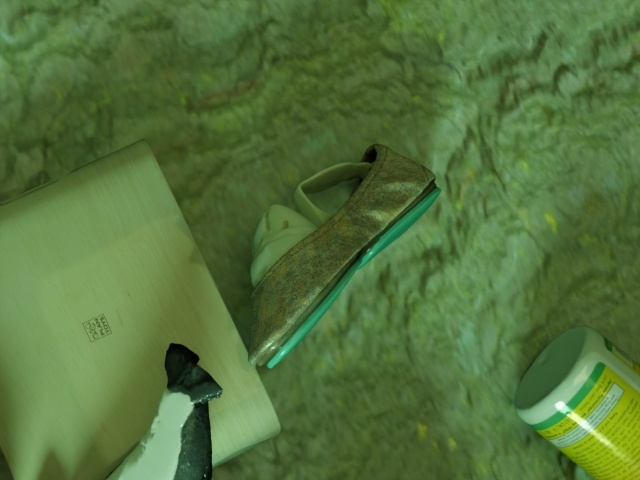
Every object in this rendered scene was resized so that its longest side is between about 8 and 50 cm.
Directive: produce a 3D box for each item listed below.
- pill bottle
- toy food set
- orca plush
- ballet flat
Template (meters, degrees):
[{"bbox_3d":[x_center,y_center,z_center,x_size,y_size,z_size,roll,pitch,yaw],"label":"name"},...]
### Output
[{"bbox_3d":[0.309,0.192,0.945,0.208,0.117,0.117,39,68,-4],"label":"pill bottle"},{"bbox_3d":[-0.197,0.084,0.846,0.220,0.092,0.306,-25,82,-10],"label":"toy food set"},{"bbox_3d":[-0.147,0.225,0.770,0.151,0.102,0.287,14,87,25],"label":"orca plush"},{"bbox_3d":[0.000,0.000,0.887,0.106,0.107,0.316,43,43,4],"label":"ballet flat"}]
